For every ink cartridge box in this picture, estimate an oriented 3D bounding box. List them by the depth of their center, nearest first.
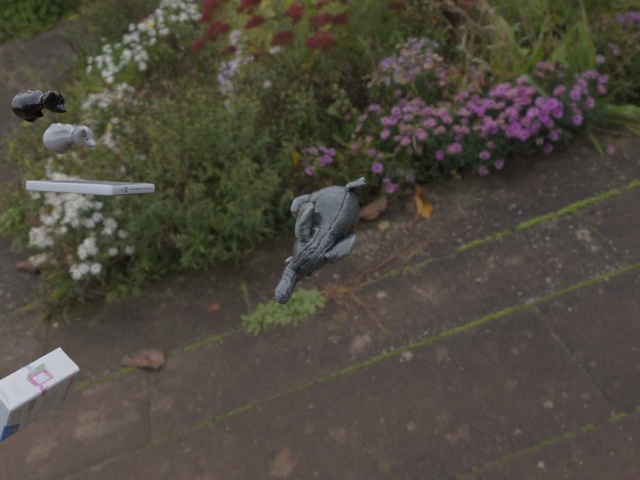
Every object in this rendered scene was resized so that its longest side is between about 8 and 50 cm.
[{"bbox_3d":[-0.424,0.224,1.092,0.052,0.089,0.122,44,40,14],"label":"ink cartridge box"}]

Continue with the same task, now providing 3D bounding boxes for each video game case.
[{"bbox_3d":[-0.461,-0.109,1.508,0.190,0.022,0.173,5,7,14],"label":"video game case"}]

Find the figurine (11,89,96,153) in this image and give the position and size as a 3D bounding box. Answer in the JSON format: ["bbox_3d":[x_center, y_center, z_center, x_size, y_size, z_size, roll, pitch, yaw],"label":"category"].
[{"bbox_3d":[-0.760,-0.346,2.155,0.209,0.215,0.092,5,51,43],"label":"figurine"}]

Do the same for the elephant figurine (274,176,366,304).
[{"bbox_3d":[0.000,0.000,1.577,0.169,0.186,0.239,2,34,15],"label":"elephant figurine"}]
